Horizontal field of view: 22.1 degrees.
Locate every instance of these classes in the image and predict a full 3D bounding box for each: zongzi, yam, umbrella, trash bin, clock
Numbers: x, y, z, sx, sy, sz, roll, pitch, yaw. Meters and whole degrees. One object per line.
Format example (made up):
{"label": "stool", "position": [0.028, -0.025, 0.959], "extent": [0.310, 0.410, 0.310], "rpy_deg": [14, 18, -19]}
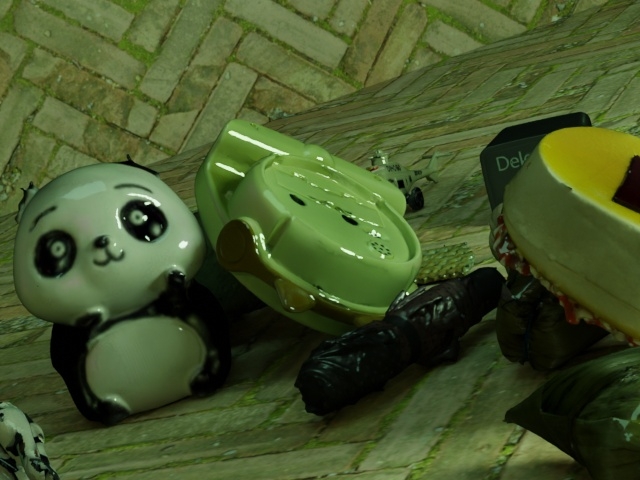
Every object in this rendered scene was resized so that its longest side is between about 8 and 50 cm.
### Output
{"label": "zongzi", "position": [0.236, 0.169, 1.402], "extent": [0.274, 0.125, 0.251], "rpy_deg": [-11, 7, 31]}
{"label": "yam", "position": [-0.070, 0.010, 2.267], "extent": [0.161, 0.161, 0.268], "rpy_deg": [-6, 5, 36]}
{"label": "umbrella", "position": [0.098, 0.109, 1.887], "extent": [0.326, 0.090, 0.094], "rpy_deg": [-27, 14, -40]}
{"label": "zongzi", "position": [0.351, 0.054, 1.811], "extent": [0.289, 0.123, 0.260], "rpy_deg": [7, 31, 13]}
{"label": "trash bin", "position": [0.341, -0.124, 2.492], "extent": [0.165, 0.115, 0.225], "rpy_deg": [-12, 12, 14]}
{"label": "clock", "position": [0.000, 0.000, 2.043], "extent": [0.286, 0.117, 0.348], "rpy_deg": [22, 24, -23]}

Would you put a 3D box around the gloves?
{"label": "gloves", "position": [-0.344, 0.265, 1.766], "extent": [0.128, 0.111, 0.212], "rpy_deg": [-14, 41, -9]}

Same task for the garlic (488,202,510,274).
{"label": "garlic", "position": [0.286, -0.005, 2.001], "extent": [0.159, 0.147, 0.102], "rpy_deg": [4, 28, 8]}

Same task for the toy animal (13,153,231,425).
{"label": "toy animal", "position": [-0.257, 0.054, 2.056], "extent": [0.251, 0.309, 0.251], "rpy_deg": [-14, 14, 4]}

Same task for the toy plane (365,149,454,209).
{"label": "toy plane", "position": [0.133, -0.101, 2.692], "extent": [0.092, 0.108, 0.286], "rpy_deg": [-9, 2, 33]}

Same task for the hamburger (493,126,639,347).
{"label": "hamburger", "position": [0.325, 0.005, 1.687], "extent": [0.295, 0.151, 0.227], "rpy_deg": [32, 38, 23]}

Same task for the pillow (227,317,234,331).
{"label": "pillow", "position": [-0.181, 0.097, 2.318], "extent": [0.169, 0.059, 0.255], "rpy_deg": [0, 18, 9]}

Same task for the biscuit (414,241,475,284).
{"label": "biscuit", "position": [0.129, 0.038, 2.289], "extent": [0.203, 0.016, 0.144], "rpy_deg": [-11, 15, 26]}
